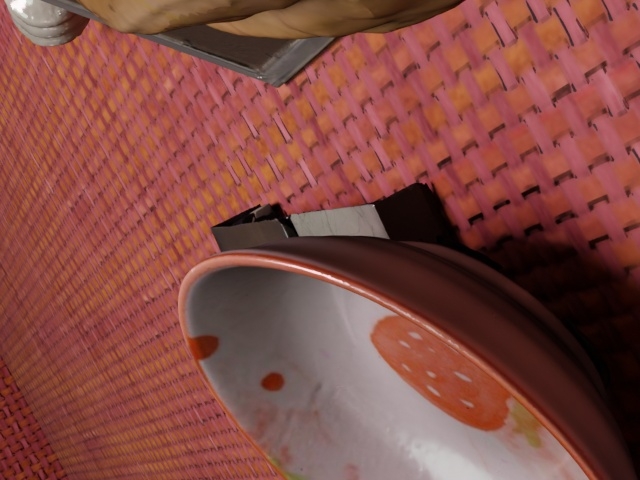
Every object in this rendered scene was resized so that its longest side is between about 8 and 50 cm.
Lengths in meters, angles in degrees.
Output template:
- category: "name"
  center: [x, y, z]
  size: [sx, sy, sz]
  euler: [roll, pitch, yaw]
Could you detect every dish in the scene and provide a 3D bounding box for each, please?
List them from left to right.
- category: "dish"
  center: [0.058, 0.075, 0.686]
  size: [0.260, 0.085, 0.260]
  euler: [31, 151, 19]

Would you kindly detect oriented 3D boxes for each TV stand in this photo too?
- category: "TV stand"
  center: [0.000, 0.000, 0.835]
  size: [0.049, 0.040, 0.256]
  euler: [65, 160, -7]

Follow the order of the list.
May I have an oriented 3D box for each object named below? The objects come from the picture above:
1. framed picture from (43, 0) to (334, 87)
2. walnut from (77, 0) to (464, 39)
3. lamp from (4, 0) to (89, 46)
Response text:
- category: "framed picture"
  center: [-0.107, -0.145, 0.702]
  size: [0.252, 0.014, 0.197]
  euler: [19, 166, -15]
- category: "walnut"
  center: [-0.012, -0.162, 0.411]
  size: [0.261, 0.225, 0.225]
  euler: [12, 128, 63]
- category: "lamp"
  center: [-0.196, -0.202, 0.968]
  size: [0.106, 0.106, 0.193]
  euler: [56, 168, 14]
